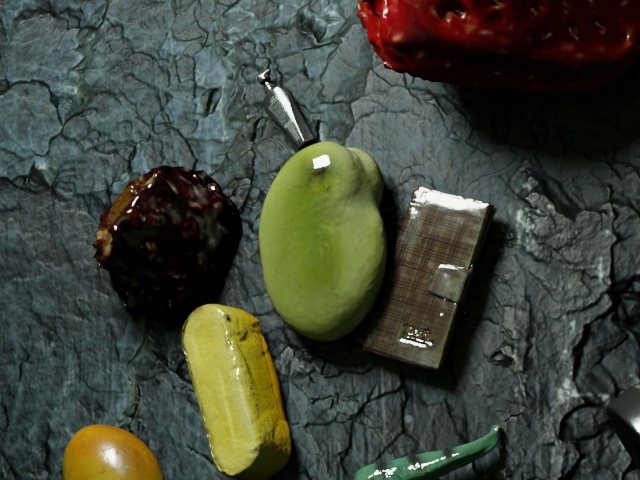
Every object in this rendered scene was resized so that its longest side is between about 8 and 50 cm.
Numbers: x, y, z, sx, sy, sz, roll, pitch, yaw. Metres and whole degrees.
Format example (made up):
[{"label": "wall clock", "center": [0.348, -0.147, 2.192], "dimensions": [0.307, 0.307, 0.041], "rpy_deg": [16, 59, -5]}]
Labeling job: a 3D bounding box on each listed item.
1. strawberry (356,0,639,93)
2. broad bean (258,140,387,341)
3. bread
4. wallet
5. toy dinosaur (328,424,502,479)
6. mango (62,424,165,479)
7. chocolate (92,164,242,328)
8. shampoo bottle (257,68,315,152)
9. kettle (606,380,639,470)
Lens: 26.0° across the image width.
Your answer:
[{"label": "strawberry", "center": [0.246, -0.319, 1.744], "dimensions": [0.345, 0.295, 0.317], "rpy_deg": [26, 68, -3]}, {"label": "broad bean", "center": [0.000, 0.000, 1.825], "dimensions": [0.189, 0.121, 0.263], "rpy_deg": [-3, 76, 29]}, {"label": "bread", "center": [-0.112, 0.202, 1.838], "dimensions": [0.102, 0.094, 0.245], "rpy_deg": [-30, 64, 25]}, {"label": "wallet", "center": [0.139, 0.050, 1.787], "dimensions": [0.124, 0.042, 0.230], "rpy_deg": [15, 82, 31]}, {"label": "toy dinosaur", "center": [0.099, 0.326, 1.710], "dimensions": [0.292, 0.079, 0.120], "rpy_deg": [-22, 69, 15]}, {"label": "mango", "center": [-0.264, 0.358, 1.850], "dimensions": [0.138, 0.113, 0.253], "rpy_deg": [-31, 67, 15]}, {"label": "chocolate", "center": [-0.248, -0.018, 1.917], "dimensions": [0.206, 0.177, 0.224], "rpy_deg": [16, 82, 28]}, {"label": "shampoo bottle", "center": [-0.051, -0.182, 1.953], "dimensions": [0.048, 0.027, 0.137], "rpy_deg": [-42, 62, 19]}, {"label": "kettle", "center": [0.486, 0.195, 1.489], "dimensions": [0.271, 0.207, 0.251], "rpy_deg": [-36, 32, -3]}]
